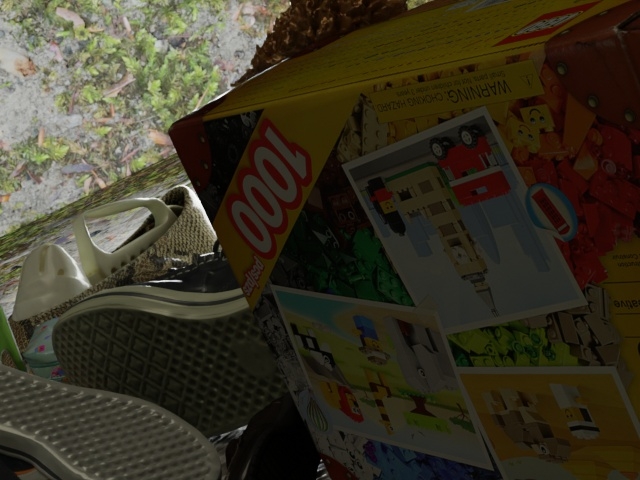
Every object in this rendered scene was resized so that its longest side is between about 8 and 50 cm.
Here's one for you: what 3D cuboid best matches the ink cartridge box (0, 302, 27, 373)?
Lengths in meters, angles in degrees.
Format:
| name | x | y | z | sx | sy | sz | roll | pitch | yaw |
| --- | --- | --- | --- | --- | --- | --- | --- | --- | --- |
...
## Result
| name | x | y | z | sx | sy | sz | roll | pitch | yaw |
| --- | --- | --- | --- | --- | --- | --- | --- | --- | --- |
| ink cartridge box | -0.426 | 0.209 | 1.729 | 0.097 | 0.188 | 0.255 | -13 | 16 | 17 |

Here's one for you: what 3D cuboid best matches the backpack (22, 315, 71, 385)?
| name | x | y | z | sx | sy | sz | roll | pitch | yaw |
| --- | --- | --- | --- | --- | --- | --- | --- | --- | --- |
| backpack | -0.311 | 0.156 | 1.913 | 0.152 | 0.115 | 0.182 | -19 | 17 | 11 |

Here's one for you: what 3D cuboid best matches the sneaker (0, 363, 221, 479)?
| name | x | y | z | sx | sy | sz | roll | pitch | yaw |
| --- | --- | --- | --- | --- | --- | --- | --- | --- | --- |
| sneaker | -0.231 | 0.212 | 1.399 | 0.321 | 0.127 | 0.126 | 16 | 34 | 25 |

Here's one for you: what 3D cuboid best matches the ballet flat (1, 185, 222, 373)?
| name | x | y | z | sx | sy | sz | roll | pitch | yaw |
| --- | --- | --- | --- | --- | --- | --- | --- | --- | --- |
| ballet flat | -0.329 | 0.052 | 2.200 | 0.164 | 0.182 | 0.483 | -11 | 19 | 41 |

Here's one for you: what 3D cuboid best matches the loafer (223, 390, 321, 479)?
| name | x | y | z | sx | sy | sz | roll | pitch | yaw |
| --- | --- | --- | --- | --- | --- | --- | --- | --- | --- |
| loafer | -0.049 | 0.208 | 1.373 | 0.078 | 0.080 | 0.220 | -30 | 6 | 18 |

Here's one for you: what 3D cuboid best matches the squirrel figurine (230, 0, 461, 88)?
| name | x | y | z | sx | sy | sz | roll | pitch | yaw |
| --- | --- | --- | --- | --- | --- | --- | --- | --- | --- |
| squirrel figurine | 0.054 | -0.166 | 1.747 | 0.281 | 0.397 | 0.370 | -24 | -25 | -25 |

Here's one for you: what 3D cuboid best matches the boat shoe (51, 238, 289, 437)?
| name | x | y | z | sx | sy | sz | roll | pitch | yaw |
| --- | --- | --- | --- | --- | --- | --- | --- | --- | --- |
| boat shoe | -0.083 | 0.094 | 1.596 | 0.500 | 0.186 | 0.156 | -14 | 17 | 37 |

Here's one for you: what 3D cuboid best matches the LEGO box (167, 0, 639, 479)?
| name | x | y | z | sx | sy | sz | roll | pitch | yaw |
| --- | --- | --- | --- | --- | --- | --- | --- | --- | --- |
| LEGO box | 0.155 | 0.016 | 1.102 | 0.193 | 0.372 | 0.500 | -33 | 16 | -32 |
